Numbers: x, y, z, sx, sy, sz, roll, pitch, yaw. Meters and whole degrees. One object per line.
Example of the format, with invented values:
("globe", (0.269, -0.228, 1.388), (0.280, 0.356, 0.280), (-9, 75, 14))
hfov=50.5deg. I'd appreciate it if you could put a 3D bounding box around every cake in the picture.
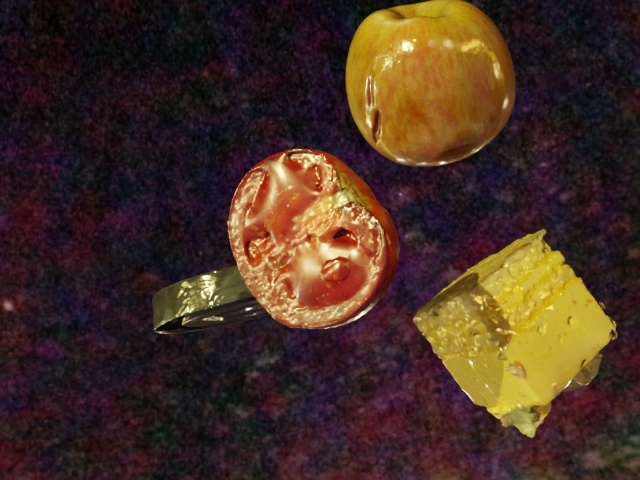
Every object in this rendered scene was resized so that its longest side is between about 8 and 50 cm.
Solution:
("cake", (0.348, 0.170, 1.173), (0.227, 0.286, 0.222), (-34, 176, -21))

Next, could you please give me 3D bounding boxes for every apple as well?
("apple", (0.167, -0.256, 1.060), (0.264, 0.264, 0.264), (-8, 150, -5))

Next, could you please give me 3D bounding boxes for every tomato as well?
("tomato", (0.000, 0.000, 0.888), (0.200, 0.233, 0.139), (-39, 164, 21))

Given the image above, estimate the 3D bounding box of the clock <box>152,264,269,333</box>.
("clock", (-0.132, 0.090, 1.089), (0.280, 0.055, 0.280), (-14, 169, -3))
